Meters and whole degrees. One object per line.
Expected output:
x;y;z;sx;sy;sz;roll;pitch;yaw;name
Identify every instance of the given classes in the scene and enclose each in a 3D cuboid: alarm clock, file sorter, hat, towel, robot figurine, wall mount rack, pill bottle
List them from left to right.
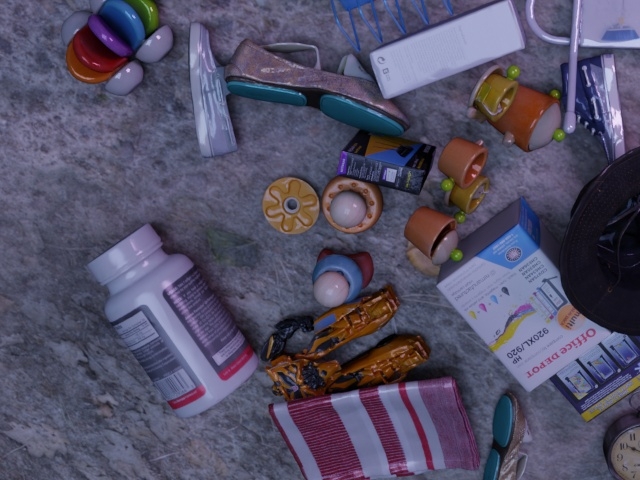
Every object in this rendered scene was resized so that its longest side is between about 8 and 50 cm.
-0.263;0.135;1.863;0.176;0.176;0.318;-31;98;18;pill bottle
0.032;0.207;1.872;0.291;0.085;0.211;-30;97;18;robot figurine
0.098;0.341;1.869;0.329;0.037;0.237;-11;130;14;towel
0.105;-0.380;1.652;0.170;0.118;0.104;-19;67;16;file sorter
0.476;-0.017;1.640;0.331;0.134;0.331;-9;116;-20;hat
0.478;-0.301;1.590;0.350;0.130;0.304;4;91;11;wall mount rack
0.545;0.337;1.811;0.129;0.064;0.192;-5;111;7;alarm clock

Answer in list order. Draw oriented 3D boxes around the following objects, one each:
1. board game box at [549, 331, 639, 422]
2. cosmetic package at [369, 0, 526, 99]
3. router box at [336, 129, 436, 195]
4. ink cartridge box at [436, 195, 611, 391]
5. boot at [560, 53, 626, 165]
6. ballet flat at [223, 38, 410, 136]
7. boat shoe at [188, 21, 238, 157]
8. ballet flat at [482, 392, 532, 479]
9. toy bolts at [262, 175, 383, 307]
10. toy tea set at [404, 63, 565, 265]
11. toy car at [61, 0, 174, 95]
0.472;0.202;1.801;0.170;0.048;0.141;-39;97;18;board game box
0.202;-0.303;1.676;0.231;0.117;0.085;-17;102;17;cosmetic package
0.109;-0.128;1.711;0.133;0.179;0.046;14;109;7;router box
0.329;0.086;1.731;0.171;0.168;0.233;-39;97;19;ink cartridge box
0.432;-0.195;1.691;0.086;0.069;0.190;-7;95;19;boot
0.003;-0.260;1.736;0.316;0.107;0.106;16;76;-2;ballet flat
-0.177;-0.254;1.796;0.081;0.079;0.227;-7;104;-7;boat shoe
0.333;0.359;1.874;0.067;0.073;0.206;3;111;-18;ballet flat
0.000;0.000;1.780;0.218;0.158;0.228;-1;105;12;toy bolts
0.267;-0.106;1.669;0.124;0.200;0.336;34;111;22;toy tea set
-0.347;-0.333;1.767;0.182;0.136;0.159;-42;94;19;toy car
